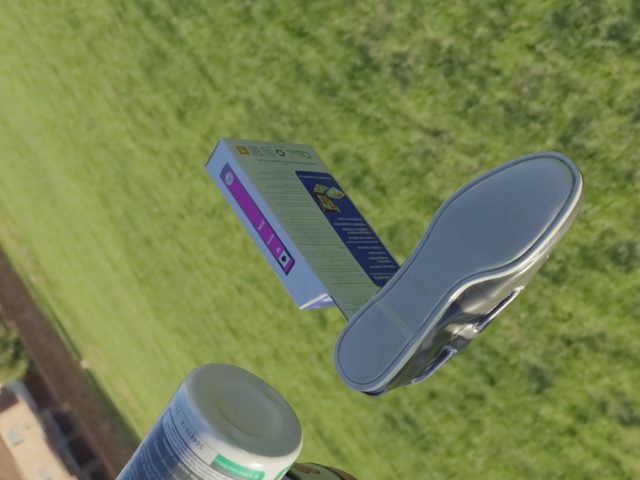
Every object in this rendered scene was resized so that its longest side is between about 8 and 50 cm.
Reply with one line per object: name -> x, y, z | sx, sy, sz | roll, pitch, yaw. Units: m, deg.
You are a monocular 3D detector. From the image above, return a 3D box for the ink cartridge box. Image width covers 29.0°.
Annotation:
ink cartridge box -> 0.000, 0.000, 1.706 | 0.371, 0.175, 0.069 | 53, 125, 33

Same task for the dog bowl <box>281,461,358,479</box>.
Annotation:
dog bowl -> -0.021, 0.542, 1.983 | 0.408, 0.150, 0.408 | 9, 101, 52

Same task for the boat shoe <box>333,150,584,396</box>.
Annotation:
boat shoe -> 0.150, 0.036, 1.295 | 0.112, 0.335, 0.095 | 54, -161, 27

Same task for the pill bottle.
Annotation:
pill bottle -> -0.199, 0.377, 1.874 | 0.204, 0.204, 0.361 | 49, 118, 28
